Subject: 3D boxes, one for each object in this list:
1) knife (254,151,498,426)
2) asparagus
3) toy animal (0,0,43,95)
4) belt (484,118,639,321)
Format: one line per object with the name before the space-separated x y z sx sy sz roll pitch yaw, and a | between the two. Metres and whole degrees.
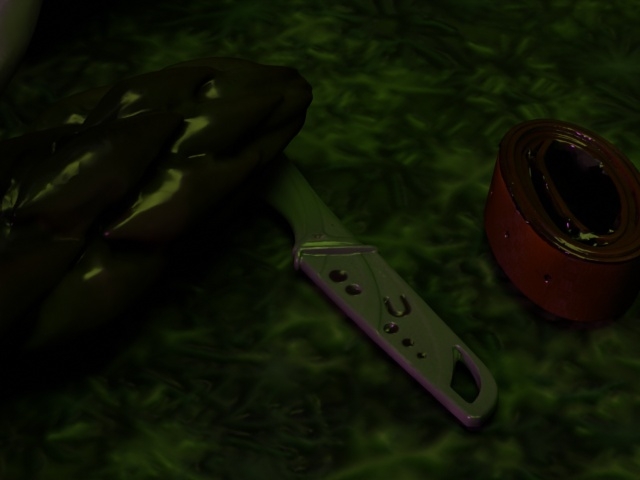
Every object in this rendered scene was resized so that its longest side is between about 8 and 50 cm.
knife | 0.000 0.000 0.721 0.030 0.014 0.207 -20 46 -28
asparagus | -0.099 0.002 0.663 0.080 0.080 0.287 32 47 30
toy animal | -0.163 -0.026 0.587 0.195 0.090 0.324 29 65 37
belt | 0.092 -0.007 0.720 0.059 0.036 0.083 -1 40 -15
